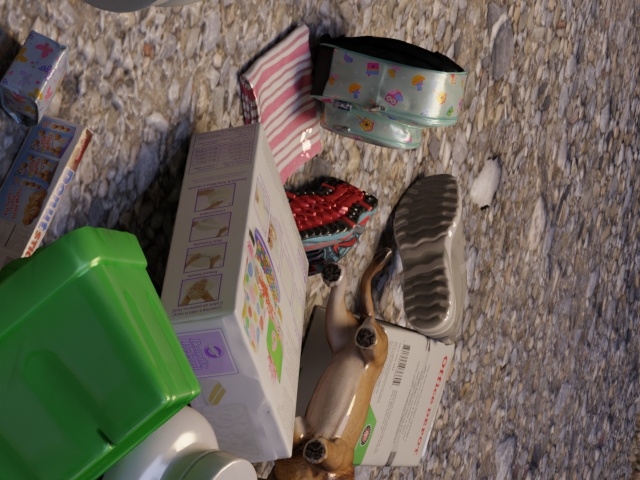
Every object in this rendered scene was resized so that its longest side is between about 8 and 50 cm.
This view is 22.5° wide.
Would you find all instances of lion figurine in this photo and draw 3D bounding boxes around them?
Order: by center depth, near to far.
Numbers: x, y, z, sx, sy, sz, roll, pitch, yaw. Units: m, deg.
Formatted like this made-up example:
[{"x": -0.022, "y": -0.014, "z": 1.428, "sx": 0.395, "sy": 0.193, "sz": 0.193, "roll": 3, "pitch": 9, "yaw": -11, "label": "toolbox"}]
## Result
[{"x": 0.022, "y": 0.214, "z": 2.195, "sx": 0.392, "sy": 0.142, "sz": 0.240, "roll": -60, "pitch": 158, "yaw": -11, "label": "lion figurine"}]

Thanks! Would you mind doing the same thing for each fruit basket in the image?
[{"x": -0.341, "y": 0.089, "z": 1.430, "sx": 0.283, "sy": 0.392, "sz": 0.392, "roll": 23, "pitch": 85, "yaw": -83, "label": "fruit basket"}]

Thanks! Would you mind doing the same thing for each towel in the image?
[{"x": -0.046, "y": -0.164, "z": 2.072, "sx": 0.144, "sy": 0.029, "sz": 0.197, "roll": -48, "pitch": 144, "yaw": -41, "label": "towel"}]

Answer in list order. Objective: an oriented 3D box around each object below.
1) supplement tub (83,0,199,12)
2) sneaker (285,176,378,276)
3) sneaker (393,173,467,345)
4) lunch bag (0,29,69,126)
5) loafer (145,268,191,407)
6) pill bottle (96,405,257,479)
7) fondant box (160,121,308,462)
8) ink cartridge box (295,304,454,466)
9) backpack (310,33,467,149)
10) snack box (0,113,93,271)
[{"x": -0.121, "y": -0.364, "z": 1.593, "sx": 0.316, "sy": 0.228, "sz": 0.228, "roll": -38, "pitch": 137, "yaw": -48, "label": "supplement tub"}, {"x": 0.000, "y": 0.000, "z": 2.158, "sx": 0.262, "sy": 0.104, "sz": 0.125, "roll": -21, "pitch": 135, "yaw": -65, "label": "sneaker"}, {"x": 0.173, "y": 0.030, "z": 2.460, "sx": 0.115, "sy": 0.105, "sz": 0.281, "roll": 55, "pitch": 36, "yaw": -54, "label": "sneaker"}, {"x": -0.285, "y": -0.158, "z": 1.597, "sx": 0.083, "sy": 0.053, "sz": 0.071, "roll": 107, "pitch": 9, "yaw": -71, "label": "lunch bag"}, {"x": -0.188, "y": 0.123, "z": 1.856, "sx": 0.134, "sy": 0.130, "sz": 0.366, "roll": -63, "pitch": 151, "yaw": -20, "label": "loafer"}, {"x": -0.231, "y": 0.226, "z": 1.623, "sx": 0.181, "sy": 0.323, "sz": 0.181, "roll": -40, "pitch": 138, "yaw": -48, "label": "pill bottle"}, {"x": -0.094, "y": 0.058, "z": 1.863, "sx": 0.330, "sy": 0.096, "sz": 0.238, "roll": -87, "pitch": 164, "yaw": -49, "label": "fondant box"}, {"x": 0.074, "y": 0.225, "z": 2.420, "sx": 0.289, "sy": 0.121, "sz": 0.211, "roll": 20, "pitch": 88, "yaw": -63, "label": "ink cartridge box"}, {"x": 0.094, "y": -0.194, "z": 2.111, "sx": 0.166, "sy": 0.188, "sz": 0.144, "roll": -15, "pitch": 111, "yaw": -72, "label": "backpack"}, {"x": -0.296, "y": -0.042, "z": 1.630, "sx": 0.178, "sy": 0.064, "sz": 0.022, "roll": -66, "pitch": 151, "yaw": -13, "label": "snack box"}]
